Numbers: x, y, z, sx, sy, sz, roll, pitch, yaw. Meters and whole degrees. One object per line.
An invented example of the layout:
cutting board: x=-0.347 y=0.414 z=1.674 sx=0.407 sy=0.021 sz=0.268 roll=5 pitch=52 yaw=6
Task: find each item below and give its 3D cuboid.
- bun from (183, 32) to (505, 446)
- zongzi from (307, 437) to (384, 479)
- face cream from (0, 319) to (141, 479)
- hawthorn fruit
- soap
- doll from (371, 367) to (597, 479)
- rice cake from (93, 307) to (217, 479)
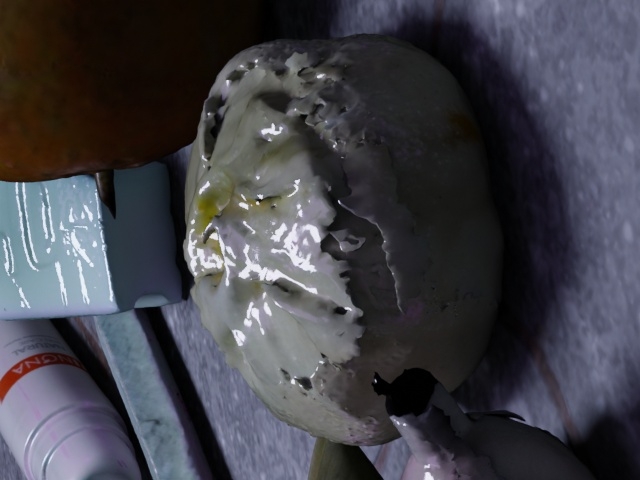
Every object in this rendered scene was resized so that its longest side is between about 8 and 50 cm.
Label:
bun: x=0.000 y=0.000 z=1.009 sx=0.239 sy=0.141 sz=0.239 roll=176 pitch=90 yaw=-65
zongzi: x=0.059 y=0.228 z=0.981 sx=0.251 sy=0.125 sz=0.274 roll=168 pitch=100 yaw=-67
face cream: x=-0.251 y=0.154 z=1.665 sx=0.345 sy=0.102 sz=0.102 roll=-140 pitch=47 yaw=-56
hawthorn fruit: x=-0.164 y=-0.153 z=1.178 sx=0.268 sy=0.268 sz=0.301 roll=-148 pitch=53 yaw=-60
soap: x=-0.227 y=-0.010 z=1.470 sx=0.230 sy=0.091 sz=0.145 roll=-5 pitch=93 yaw=39
doll: x=0.102 y=0.153 z=0.872 sx=0.095 sy=0.149 sz=0.192 roll=-42 pitch=57 yaw=12
rice cake: x=-0.122 y=0.160 z=1.448 sx=0.081 sy=0.051 sz=0.290 roll=85 pitch=164 yaw=-51
